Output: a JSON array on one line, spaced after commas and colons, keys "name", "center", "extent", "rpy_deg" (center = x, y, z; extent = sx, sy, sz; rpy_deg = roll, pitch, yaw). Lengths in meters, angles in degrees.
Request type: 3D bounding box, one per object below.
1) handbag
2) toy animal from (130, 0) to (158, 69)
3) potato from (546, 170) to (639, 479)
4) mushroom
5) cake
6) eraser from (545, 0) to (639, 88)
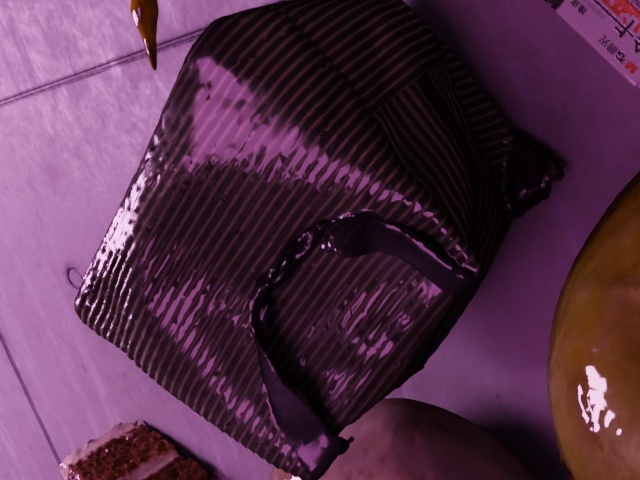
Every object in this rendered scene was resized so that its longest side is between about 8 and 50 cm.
[{"name": "handbag", "center": [0.000, 0.000, 0.789], "extent": [0.240, 0.247, 0.341], "rpy_deg": [40, 124, 13]}, {"name": "toy animal", "center": [-0.137, -0.230, 0.886], "extent": [0.219, 0.095, 0.155], "rpy_deg": [-1, 117, 7]}, {"name": "potato", "center": [0.250, 0.024, 0.571], "extent": [0.330, 0.280, 0.213], "rpy_deg": [-6, 113, 44]}, {"name": "mushroom", "center": [0.055, 0.298, 0.884], "extent": [0.297, 0.290, 0.298], "rpy_deg": [21, 126, 32]}, {"name": "cake", "center": [-0.223, 0.309, 1.249], "extent": [0.147, 0.134, 0.135], "rpy_deg": [34, 132, 34]}, {"name": "eraser", "center": [0.195, -0.153, 0.689], "extent": [0.122, 0.029, 0.052], "rpy_deg": [48, 136, 9]}]
